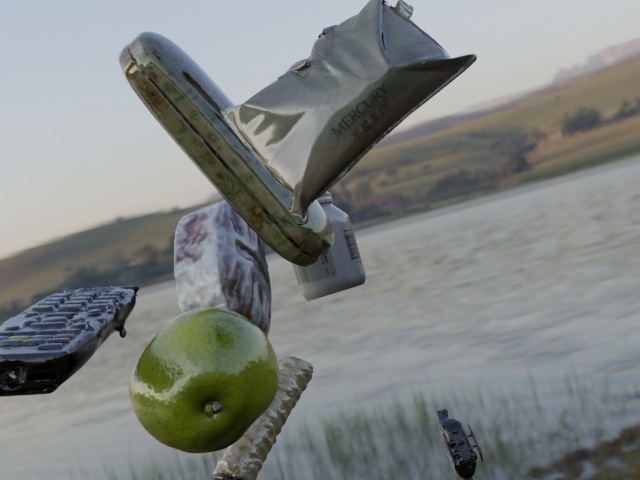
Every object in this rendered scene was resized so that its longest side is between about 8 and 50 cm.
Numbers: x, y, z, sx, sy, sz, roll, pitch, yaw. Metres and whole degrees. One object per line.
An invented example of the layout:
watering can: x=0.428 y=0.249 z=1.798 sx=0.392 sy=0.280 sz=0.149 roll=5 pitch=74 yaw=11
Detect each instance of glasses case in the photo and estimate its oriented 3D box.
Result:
glasses case: x=-0.137 y=-0.136 z=1.705 sx=0.098 sy=0.425 sz=0.156 roll=-41 pitch=3 yaw=13

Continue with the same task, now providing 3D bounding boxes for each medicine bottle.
medicine bottle: x=0.000 y=0.000 z=2.254 sx=0.135 sy=0.215 sz=0.135 roll=-17 pitch=-4 yaw=-1

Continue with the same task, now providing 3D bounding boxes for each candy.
candy: x=-0.174 y=0.068 z=2.006 sx=0.157 sy=0.289 sz=0.214 roll=-19 pitch=-41 yaw=17

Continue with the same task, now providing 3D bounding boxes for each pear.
pear: x=-0.134 y=0.175 z=1.342 sx=0.180 sy=0.166 sz=0.216 roll=-35 pitch=20 yaw=3

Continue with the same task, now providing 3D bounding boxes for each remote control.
remote control: x=-0.319 y=0.116 z=1.391 sx=0.145 sy=0.062 sz=0.399 roll=-3 pitch=8 yaw=4

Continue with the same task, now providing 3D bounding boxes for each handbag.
handbag: x=0.022 y=-0.164 z=1.285 sx=0.270 sy=0.182 sz=0.117 roll=-42 pitch=-24 yaw=-1

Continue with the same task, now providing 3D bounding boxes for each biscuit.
biscuit: x=-0.077 y=0.253 z=1.575 sx=0.061 sy=0.055 sz=0.219 roll=8 pitch=49 yaw=27

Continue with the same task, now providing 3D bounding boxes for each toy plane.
toy plane: x=0.241 y=0.374 z=1.911 sx=0.053 sy=0.197 sz=0.078 roll=-19 pitch=-10 yaw=-11
